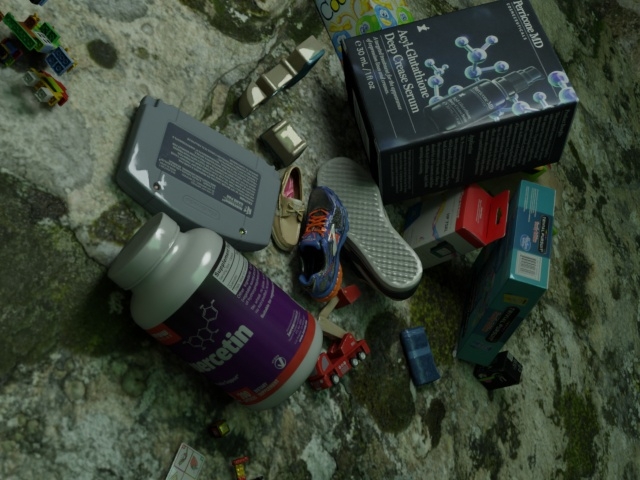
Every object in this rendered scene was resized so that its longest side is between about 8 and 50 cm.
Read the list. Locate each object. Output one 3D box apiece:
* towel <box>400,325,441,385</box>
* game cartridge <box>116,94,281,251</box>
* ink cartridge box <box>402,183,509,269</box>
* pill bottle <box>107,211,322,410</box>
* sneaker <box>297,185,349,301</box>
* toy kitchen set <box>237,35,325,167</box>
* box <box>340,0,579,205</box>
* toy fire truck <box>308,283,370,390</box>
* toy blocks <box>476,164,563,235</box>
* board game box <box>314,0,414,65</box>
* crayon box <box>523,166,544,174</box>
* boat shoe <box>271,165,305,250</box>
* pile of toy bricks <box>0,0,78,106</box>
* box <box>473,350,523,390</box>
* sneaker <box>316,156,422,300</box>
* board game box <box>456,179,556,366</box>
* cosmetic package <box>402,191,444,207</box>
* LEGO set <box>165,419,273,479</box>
[{"bbox_3d":[0.206,0.239,1.539,0.067,0.029,0.119,-6,76,-44],"label":"towel"},{"bbox_3d":[-0.205,-0.102,1.293,0.294,0.060,0.196,29,50,-31],"label":"game cartridge"},{"bbox_3d":[0.286,-0.038,1.593,0.078,0.231,0.134,35,51,-26],"label":"ink cartridge box"},{"bbox_3d":[-0.161,0.107,1.146,0.323,0.181,0.181,42,48,-21],"label":"pill bottle"},{"bbox_3d":[0.000,0.000,1.388,0.087,0.083,0.221,29,57,-58],"label":"sneaker"},{"bbox_3d":[-0.052,-0.267,1.480,0.207,0.122,0.166,-43,97,-23],"label":"toy kitchen set"},{"bbox_3d":[0.272,-0.285,1.525,0.212,0.395,0.293,78,-3,-62],"label":"box"},{"bbox_3d":[0.026,0.178,1.385,0.192,0.047,0.135,-32,94,-45],"label":"toy fire truck"},{"bbox_3d":[0.490,-0.212,1.916,0.381,0.191,0.261,43,37,-7],"label":"toy blocks"},{"bbox_3d":[0.110,-0.508,1.705,0.144,0.142,0.275,-22,87,-46],"label":"board game box"},{"bbox_3d":[0.375,-0.296,1.719,0.323,0.083,0.203,16,88,0],"label":"crayon box"},{"bbox_3d":[-0.059,-0.066,1.406,0.063,0.059,0.170,14,63,-39],"label":"boat shoe"},{"bbox_3d":[-0.438,-0.318,1.148,0.212,0.118,0.105,51,13,-2],"label":"pile of toy bricks"},{"bbox_3d":[0.395,0.290,1.653,0.062,0.083,0.052,45,46,-19],"label":"box"},{"bbox_3d":[0.088,-0.014,1.487,0.126,0.127,0.321,-25,66,-9],"label":"sneaker"},{"bbox_3d":[0.390,0.077,1.574,0.079,0.336,0.254,17,54,2],"label":"board game box"},{"bbox_3d":[0.237,-0.108,1.716,0.115,0.041,0.060,-3,73,-44],"label":"cosmetic package"},{"bbox_3d":[-0.154,0.398,1.112,0.182,0.060,0.244,43,47,-26],"label":"LEGO set"}]
